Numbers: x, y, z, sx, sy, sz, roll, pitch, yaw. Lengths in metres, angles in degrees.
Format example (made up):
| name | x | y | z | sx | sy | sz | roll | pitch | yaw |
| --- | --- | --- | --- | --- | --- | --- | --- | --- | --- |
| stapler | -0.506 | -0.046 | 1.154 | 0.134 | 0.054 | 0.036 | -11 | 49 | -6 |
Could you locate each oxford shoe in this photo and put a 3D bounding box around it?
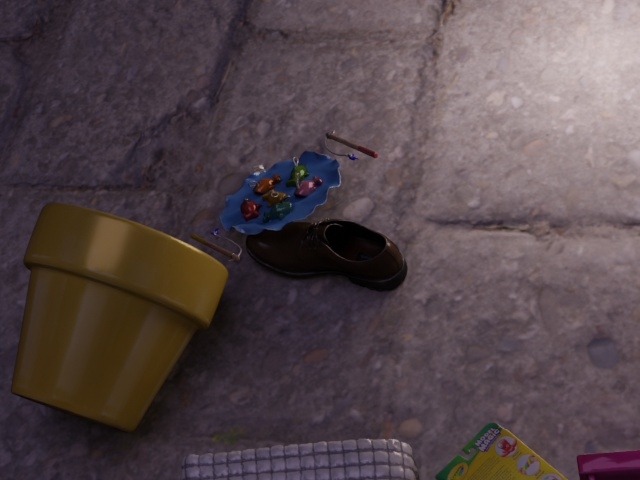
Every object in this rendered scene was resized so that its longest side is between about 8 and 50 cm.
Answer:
| name | x | y | z | sx | sy | sz | roll | pitch | yaw |
| --- | --- | --- | --- | --- | --- | --- | --- | --- | --- |
| oxford shoe | 0.000 | 0.000 | 1.681 | 0.227 | 0.096 | 0.082 | 6 | 60 | 21 |

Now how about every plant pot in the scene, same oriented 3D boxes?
| name | x | y | z | sx | sy | sz | roll | pitch | yaw |
| --- | --- | --- | --- | --- | --- | --- | --- | --- | --- |
| plant pot | -0.273 | 0.108 | 1.606 | 0.254 | 0.254 | 0.239 | 13 | 76 | 23 |

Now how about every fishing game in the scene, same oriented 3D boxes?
| name | x | y | z | sx | sy | sz | roll | pitch | yaw |
| --- | --- | --- | --- | --- | --- | --- | --- | --- | --- |
| fishing game | -0.059 | -0.073 | 1.745 | 0.264 | 0.041 | 0.189 | -36 | 30 | -15 |

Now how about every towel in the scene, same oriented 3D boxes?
| name | x | y | z | sx | sy | sz | roll | pitch | yaw |
| --- | --- | --- | --- | --- | --- | --- | --- | --- | --- |
| towel | -0.021 | 0.359 | 1.428 | 0.284 | 0.121 | 0.235 | -8 | 56 | 9 |

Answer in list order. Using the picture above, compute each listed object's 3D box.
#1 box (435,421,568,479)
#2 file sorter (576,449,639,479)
| name | x | y | z | sx | sy | sz | roll | pitch | yaw |
| --- | --- | --- | --- | --- | --- | --- | --- | --- | --- |
| box | 0.227 | 0.297 | 1.445 | 0.105 | 0.043 | 0.179 | -42 | 58 | -13 |
| file sorter | 0.369 | 0.335 | 1.226 | 0.202 | 0.290 | 0.182 | -7 | 58 | 11 |
